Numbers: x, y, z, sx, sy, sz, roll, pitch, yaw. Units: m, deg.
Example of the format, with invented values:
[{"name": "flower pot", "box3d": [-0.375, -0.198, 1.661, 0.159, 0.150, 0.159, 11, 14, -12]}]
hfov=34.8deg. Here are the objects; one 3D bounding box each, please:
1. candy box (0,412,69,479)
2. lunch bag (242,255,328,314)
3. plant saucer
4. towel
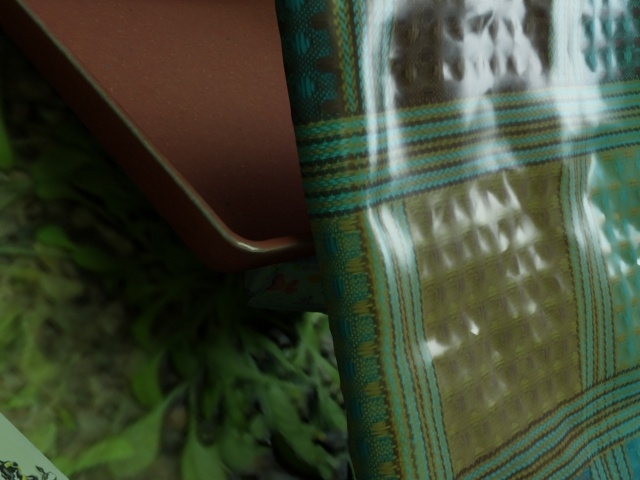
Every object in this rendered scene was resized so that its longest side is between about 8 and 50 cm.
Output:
[{"name": "candy box", "box3d": [-0.149, 0.133, 0.284, 0.165, 0.070, 0.196, 46, 41, -4]}, {"name": "lunch bag", "box3d": [0.000, 0.000, 0.531, 0.083, 0.053, 0.071, 4, 54, -29]}, {"name": "plant saucer", "box3d": [-0.029, -0.082, 0.521, 0.258, 0.047, 0.259, -12, 51, -47]}, {"name": "towel", "box3d": [0.107, 0.062, 0.470, 0.271, 0.040, 0.370, -17, 101, -47]}]
